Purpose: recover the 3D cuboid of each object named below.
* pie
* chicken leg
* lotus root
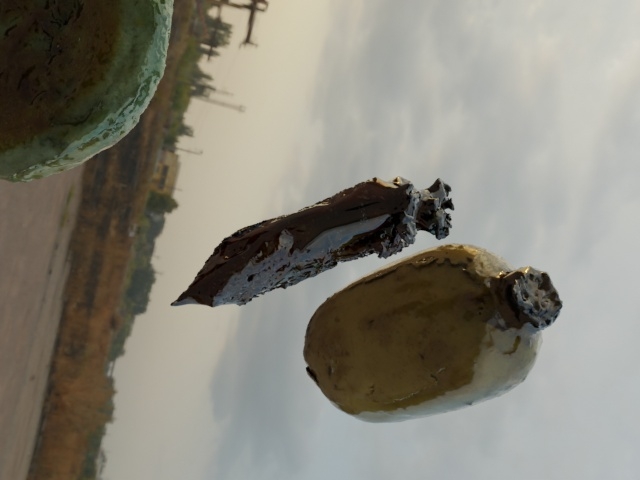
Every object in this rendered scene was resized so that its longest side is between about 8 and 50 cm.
[{"bbox_3d":[-0.247,-0.195,0.620,0.067,0.303,0.302,26,75,-67],"label":"pie"},{"bbox_3d":[0.000,0.000,0.539,0.105,0.234,0.063,117,-48,-84],"label":"chicken leg"},{"bbox_3d":[0.107,0.093,0.705,0.284,0.160,0.146,-27,-172,40],"label":"lotus root"}]
